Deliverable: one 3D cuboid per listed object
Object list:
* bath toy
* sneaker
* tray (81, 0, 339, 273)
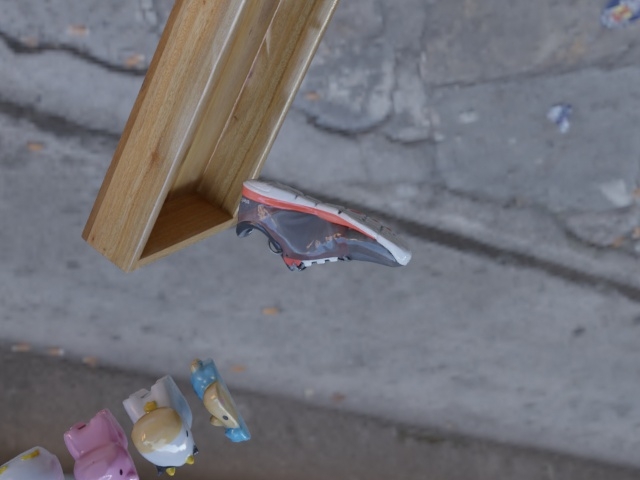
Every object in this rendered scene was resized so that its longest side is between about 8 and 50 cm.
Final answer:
[{"bbox_3d":[-0.271,0.289,1.811,0.348,0.129,0.151,-28,-178,5],"label":"bath toy"},{"bbox_3d":[0.000,0.000,1.149,0.157,0.065,0.061,22,-173,16],"label":"sneaker"},{"bbox_3d":[-0.090,-0.172,1.355,0.203,0.076,0.411,-27,148,-56],"label":"tray"}]
